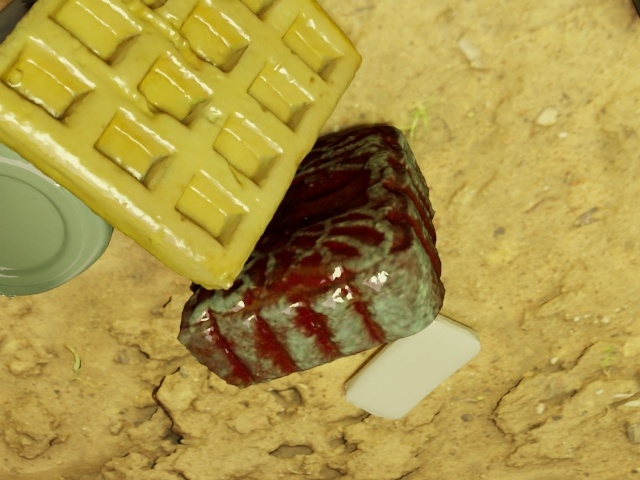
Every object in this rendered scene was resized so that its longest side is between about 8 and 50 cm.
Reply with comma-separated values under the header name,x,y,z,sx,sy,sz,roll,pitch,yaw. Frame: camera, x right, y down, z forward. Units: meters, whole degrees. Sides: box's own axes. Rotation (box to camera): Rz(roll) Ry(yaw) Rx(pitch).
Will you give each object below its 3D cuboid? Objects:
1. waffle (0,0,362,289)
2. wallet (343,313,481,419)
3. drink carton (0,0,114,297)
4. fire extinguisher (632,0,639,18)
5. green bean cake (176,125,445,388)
name,x,y,z,sx,sy,sz,roll,pitch,yaw
waffle,-0.096,-0.120,0.533,0.221,0.247,0.055,39,157,-27
wallet,0.109,0.158,0.901,0.095,0.033,0.190,26,126,-18
drink carton,-0.226,-0.074,0.605,0.185,0.189,0.191,-30,125,18
fire extinguisher,0.386,-0.275,0.466,0.376,0.113,0.200,-20,127,18
green bean cake,0.000,0.000,0.633,0.199,0.232,0.097,-18,124,20
